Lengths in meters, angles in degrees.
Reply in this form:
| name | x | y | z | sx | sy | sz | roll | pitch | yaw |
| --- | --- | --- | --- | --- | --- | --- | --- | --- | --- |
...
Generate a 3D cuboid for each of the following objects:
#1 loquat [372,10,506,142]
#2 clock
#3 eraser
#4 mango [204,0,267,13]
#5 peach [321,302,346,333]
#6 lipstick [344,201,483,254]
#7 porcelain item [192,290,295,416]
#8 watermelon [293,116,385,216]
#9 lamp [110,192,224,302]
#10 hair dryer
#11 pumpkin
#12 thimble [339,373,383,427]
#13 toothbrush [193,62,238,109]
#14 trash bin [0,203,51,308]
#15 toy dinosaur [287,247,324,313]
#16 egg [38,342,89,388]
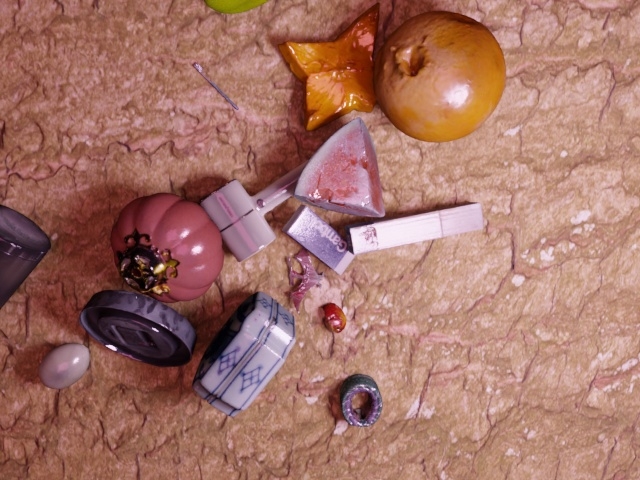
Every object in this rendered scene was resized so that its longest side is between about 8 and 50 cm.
| name | x | y | z | sx | sy | sz | roll | pitch | yaw |
| --- | --- | --- | --- | --- | --- | --- | --- | --- | --- |
| loquat | 0.292 | -0.399 | 1.395 | 0.329 | 0.328 | 0.327 | 0 | 98 | -1 |
| clock | -0.477 | 0.238 | 1.491 | 0.313 | 0.312 | 0.061 | 20 | 54 | -4 |
| eraser | 0.000 | 0.000 | 1.535 | 0.212 | 0.046 | 0.091 | 40 | 83 | -27 |
| mango | -0.158 | -0.708 | 1.417 | 0.343 | 0.156 | 0.192 | -40 | 96 | 5 |
| peach | 0.044 | 0.217 | 1.607 | 0.050 | 0.077 | 0.083 | -34 | 54 | 8 |
| lipstick | 0.256 | -0.036 | 1.533 | 0.372 | 0.076 | 0.079 | -11 | 98 | -9 |
| porcelain item | -0.201 | 0.290 | 1.493 | 0.157 | 0.281 | 0.285 | 38 | 98 | -8 |
| watermelon | 0.087 | -0.162 | 1.457 | 0.201 | 0.213 | 0.261 | 37 | 93 | 24 |
| lamp | -0.404 | 0.030 | 1.449 | 0.306 | 0.239 | 0.305 | 9 | 119 | 17 |
| hair dryer | -0.127 | -0.120 | 1.530 | 0.362 | 0.128 | 0.203 | -34 | 97 | -5 |
| pumpkin | 0.056 | -0.452 | 1.490 | 0.291 | 0.095 | 0.258 | -19 | 94 | -2 |
| thimble | 0.116 | 0.459 | 1.619 | 0.119 | 0.090 | 0.134 | -2 | 99 | -1 |
| toothbrush | -0.281 | -0.418 | 1.527 | 0.014 | 0.011 | 0.167 | -45 | 96 | -1 |
| trash bin | -0.893 | 0.076 | 1.487 | 0.301 | 0.203 | 0.252 | -50 | 56 | 6 |
| toy dinosaur | -0.045 | 0.101 | 1.596 | 0.108 | 0.032 | 0.219 | 8 | 88 | 1 |
| egg | -0.714 | 0.348 | 1.572 | 0.152 | 0.114 | 0.114 | -39 | 97 | 1 |
